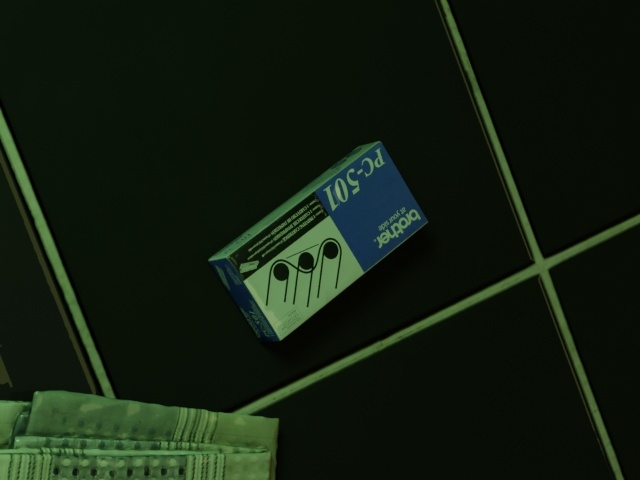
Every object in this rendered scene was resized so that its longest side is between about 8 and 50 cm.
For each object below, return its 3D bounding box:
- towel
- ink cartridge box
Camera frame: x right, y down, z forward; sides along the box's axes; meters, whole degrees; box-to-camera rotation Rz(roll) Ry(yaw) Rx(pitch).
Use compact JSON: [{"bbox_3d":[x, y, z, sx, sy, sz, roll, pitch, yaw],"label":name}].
[{"bbox_3d":[-0.177,0.297,1.301,0.312,0.056,0.324,7,80,-28],"label":"towel"},{"bbox_3d":[0.000,0.000,1.438,0.207,0.046,0.097,-37,103,-27],"label":"ink cartridge box"}]
